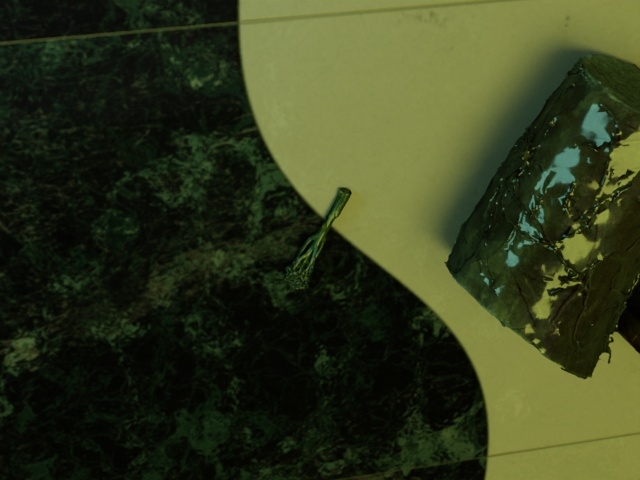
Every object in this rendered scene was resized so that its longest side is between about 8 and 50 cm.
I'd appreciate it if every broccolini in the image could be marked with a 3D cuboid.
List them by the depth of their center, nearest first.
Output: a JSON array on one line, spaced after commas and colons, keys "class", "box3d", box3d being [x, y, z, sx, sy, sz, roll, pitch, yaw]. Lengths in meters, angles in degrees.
[{"class": "broccolini", "box3d": [0.000, 0.000, 1.768, 0.030, 0.035, 0.140, 21, 111, -30]}]

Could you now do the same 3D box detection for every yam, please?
[{"class": "yam", "box3d": [0.306, -0.029, 1.727, 0.241, 0.241, 0.348, 19, 109, -25]}]

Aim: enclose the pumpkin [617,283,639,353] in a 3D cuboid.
[{"class": "pumpkin", "box3d": [0.469, 0.106, 1.923, 0.131, 0.126, 0.248, -49, 139, 5]}]
